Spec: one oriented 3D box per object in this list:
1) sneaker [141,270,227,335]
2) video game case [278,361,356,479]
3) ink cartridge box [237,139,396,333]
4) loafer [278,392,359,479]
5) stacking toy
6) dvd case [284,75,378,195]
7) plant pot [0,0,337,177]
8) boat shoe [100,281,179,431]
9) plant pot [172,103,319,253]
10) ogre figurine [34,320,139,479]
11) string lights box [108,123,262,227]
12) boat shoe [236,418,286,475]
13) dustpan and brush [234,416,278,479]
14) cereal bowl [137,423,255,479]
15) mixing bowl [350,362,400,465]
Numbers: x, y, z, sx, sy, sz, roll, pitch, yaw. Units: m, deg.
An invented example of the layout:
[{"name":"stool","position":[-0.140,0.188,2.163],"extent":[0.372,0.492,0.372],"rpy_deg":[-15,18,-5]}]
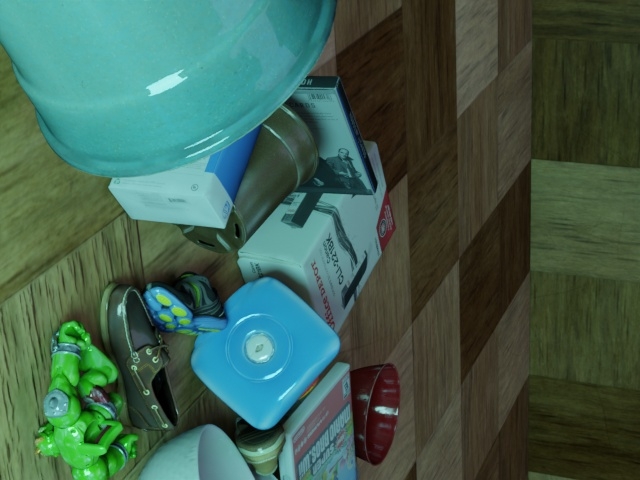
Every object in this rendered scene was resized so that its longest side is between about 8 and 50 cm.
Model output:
[{"name":"sneaker","position":[-0.182,0.077,1.716],"extent":[0.188,0.067,0.078],"rpy_deg":[23,53,-66]},{"name":"video game case","position":[0.000,0.356,2.022],"extent":[0.204,0.025,0.285],"rpy_deg":[-44,138,-51]},{"name":"ink cartridge box","position":[0.000,0.000,2.027],"extent":[0.273,0.114,0.197],"rpy_deg":[-58,148,-34]},{"name":"loafer","position":[-0.018,0.355,2.145],"extent":[0.111,0.112,0.319],"rpy_deg":[-58,146,-25]},{"name":"stacking toy","position":[-0.055,0.175,1.920],"extent":[0.175,0.165,0.302],"rpy_deg":[-49,164,-2]},{"name":"dvd case","position":[-0.031,-0.145,1.851],"extent":[0.239,0.179,0.030],"rpy_deg":[67,32,-52]},{"name":"plant pot","position":[-0.202,-0.291,1.225],"extent":[0.334,0.341,0.341],"rpy_deg":[56,44,-48]},{"name":"boat shoe","position":[-0.215,0.144,1.622],"extent":[0.073,0.073,0.207],"rpy_deg":[-53,142,-50]},{"name":"plant pot","position":[-0.111,-0.083,1.714],"extent":[0.165,0.167,0.167],"rpy_deg":[-56,146,-36]},{"name":"ogre figurine","position":[-0.263,0.198,1.489],"extent":[0.118,0.096,0.197],"rpy_deg":[-72,170,-56]},{"name":"string lights box","position":[-0.147,-0.149,1.622],"extent":[0.077,0.133,0.260],"rpy_deg":[62,41,-54]},{"name":"boat shoe","position":[-0.077,0.291,1.832],"extent":[0.190,0.068,0.072],"rpy_deg":[-139,-143,-86]},{"name":"dustpan and brush","position":[-0.108,0.359,1.925],"extent":[0.060,0.147,0.211],"rpy_deg":[8,62,-55]},{"name":"cereal bowl","position":[-0.149,0.413,1.692],"extent":[0.339,0.141,0.339],"rpy_deg":[-21,90,-84]},{"name":"mixing bowl","position":[0.067,0.299,2.335],"extent":[0.181,0.098,0.181],"rpy_deg":[6,90,-67]}]
